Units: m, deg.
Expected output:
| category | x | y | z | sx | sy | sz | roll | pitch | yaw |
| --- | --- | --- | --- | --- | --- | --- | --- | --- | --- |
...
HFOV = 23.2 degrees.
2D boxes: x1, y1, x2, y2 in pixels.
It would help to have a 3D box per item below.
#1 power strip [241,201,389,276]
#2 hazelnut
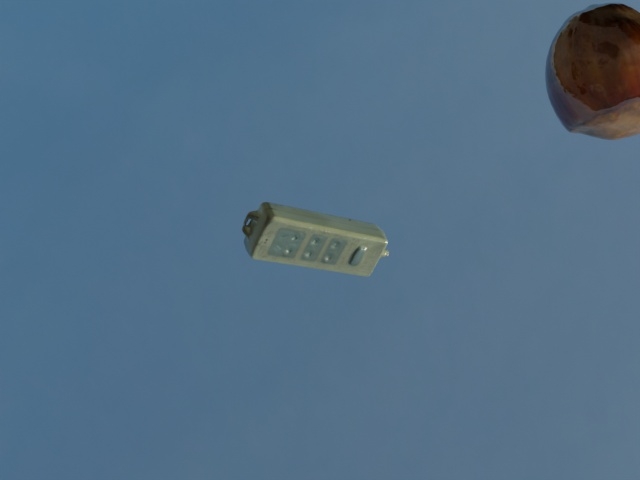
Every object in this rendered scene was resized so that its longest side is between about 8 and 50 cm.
| category | x | y | z | sx | sy | sz | roll | pitch | yaw |
| --- | --- | --- | --- | --- | --- | --- | --- | --- | --- |
| power strip | 0.000 | 0.000 | 0.786 | 0.083 | 0.027 | 0.017 | 10 | -147 | -28 |
| hazelnut | 0.172 | -0.101 | 0.925 | 0.086 | 0.086 | 0.086 | -8 | -125 | 11 |
